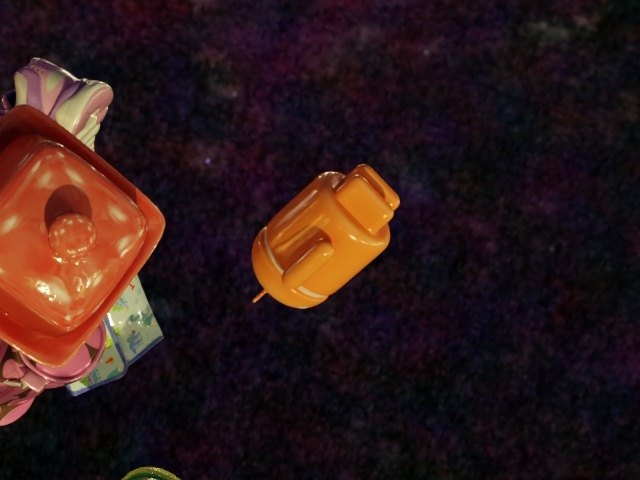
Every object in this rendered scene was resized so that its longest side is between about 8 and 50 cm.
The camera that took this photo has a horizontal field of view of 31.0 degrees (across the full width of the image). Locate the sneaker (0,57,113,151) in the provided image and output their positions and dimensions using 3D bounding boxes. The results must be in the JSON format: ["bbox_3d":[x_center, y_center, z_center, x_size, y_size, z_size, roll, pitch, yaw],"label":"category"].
[{"bbox_3d":[-0.307,-0.115,1.268,0.104,0.236,0.095,34,49,0],"label":"sneaker"}]

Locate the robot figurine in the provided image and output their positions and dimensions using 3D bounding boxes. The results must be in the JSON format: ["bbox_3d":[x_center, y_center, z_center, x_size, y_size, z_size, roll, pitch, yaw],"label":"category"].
[{"bbox_3d":[0.001,0.000,1.471,0.128,0.219,0.158,26,33,-40],"label":"robot figurine"}]

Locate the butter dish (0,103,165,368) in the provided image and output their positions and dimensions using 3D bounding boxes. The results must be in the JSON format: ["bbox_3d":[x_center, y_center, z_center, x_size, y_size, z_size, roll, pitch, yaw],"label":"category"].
[{"bbox_3d":[-0.197,-0.003,0.856,0.160,0.118,0.160,41,71,-22],"label":"butter dish"}]

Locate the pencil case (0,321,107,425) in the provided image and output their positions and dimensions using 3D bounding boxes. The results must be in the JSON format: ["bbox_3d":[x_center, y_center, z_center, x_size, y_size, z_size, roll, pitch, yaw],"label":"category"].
[{"bbox_3d":[-0.286,0.121,1.101,0.095,0.209,0.098,29,57,-19],"label":"pencil case"}]

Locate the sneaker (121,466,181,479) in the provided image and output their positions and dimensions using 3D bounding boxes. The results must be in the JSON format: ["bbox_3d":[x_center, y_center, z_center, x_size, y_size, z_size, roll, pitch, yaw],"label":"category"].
[{"bbox_3d":[-0.130,0.374,1.350,0.295,0.109,0.123,23,20,16],"label":"sneaker"}]

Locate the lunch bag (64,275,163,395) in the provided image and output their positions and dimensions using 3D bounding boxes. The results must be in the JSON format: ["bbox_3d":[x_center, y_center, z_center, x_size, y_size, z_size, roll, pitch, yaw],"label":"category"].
[{"bbox_3d":[-0.300,0.115,1.541,0.096,0.129,0.151,12,39,43],"label":"lunch bag"}]
